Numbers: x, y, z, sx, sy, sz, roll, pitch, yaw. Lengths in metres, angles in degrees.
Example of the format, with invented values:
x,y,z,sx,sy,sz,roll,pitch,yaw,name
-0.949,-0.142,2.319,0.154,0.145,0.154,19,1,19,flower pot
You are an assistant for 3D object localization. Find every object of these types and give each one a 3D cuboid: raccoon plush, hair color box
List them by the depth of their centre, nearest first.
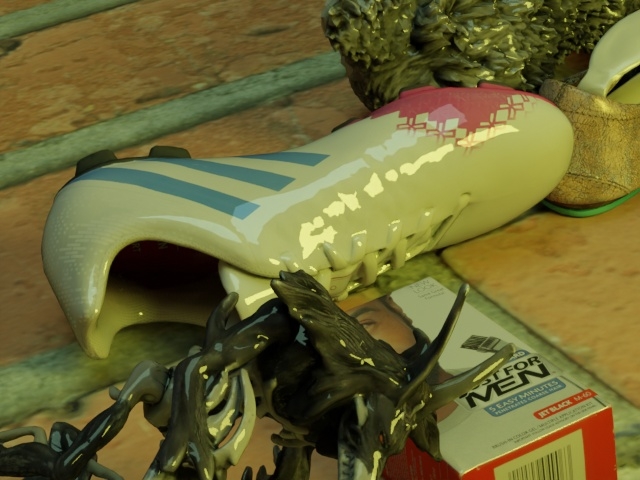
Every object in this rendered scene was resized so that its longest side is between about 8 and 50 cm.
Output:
x,y,z,sx,sy,sz,roll,pitch,yaw,name
0.067,0.086,0.946,0.093,0.053,0.167,-22,30,-23,hair color box
0.165,-0.252,1.220,0.216,0.446,0.299,33,38,3,raccoon plush

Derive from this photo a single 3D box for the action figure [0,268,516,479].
x,y,z,sx,sy,sz,roll,pitch,yaw,name
-0.047,0.105,0.820,0.276,0.164,0.141,-15,55,26,action figure

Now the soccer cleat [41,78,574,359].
x,y,z,sx,sy,sz,roll,pitch,yaw,name
0.000,0.000,1.085,0.331,0.116,0.143,-11,44,-2,soccer cleat

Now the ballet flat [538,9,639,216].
x,y,z,sx,sy,sz,roll,pitch,yaw,name
0.252,-0.122,1.228,0.108,0.106,0.316,16,36,37,ballet flat
